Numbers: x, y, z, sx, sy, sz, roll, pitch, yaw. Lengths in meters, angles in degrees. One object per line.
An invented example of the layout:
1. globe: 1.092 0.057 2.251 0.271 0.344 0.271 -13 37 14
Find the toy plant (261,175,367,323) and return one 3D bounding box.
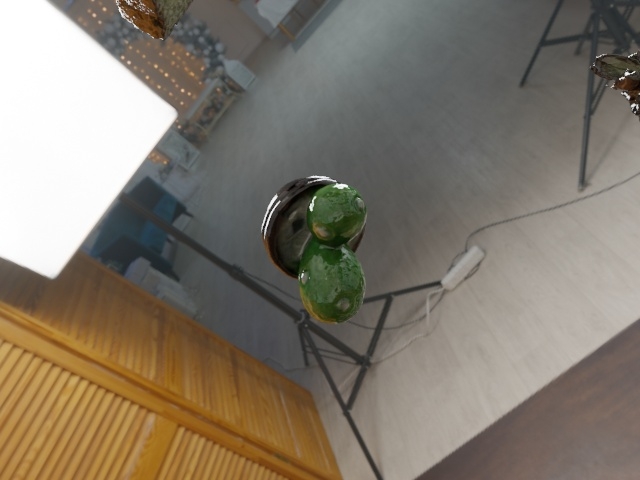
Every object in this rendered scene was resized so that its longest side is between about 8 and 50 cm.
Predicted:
1. toy plant: 0.000 0.000 0.841 0.235 0.175 0.218 -132 43 -57

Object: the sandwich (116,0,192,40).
1. sandwich: -0.216 -0.455 0.722 0.249 0.095 0.273 -57 -1 -7

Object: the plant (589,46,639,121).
1. plant: 0.714 -0.331 1.045 0.178 0.234 0.204 -54 21 -16
